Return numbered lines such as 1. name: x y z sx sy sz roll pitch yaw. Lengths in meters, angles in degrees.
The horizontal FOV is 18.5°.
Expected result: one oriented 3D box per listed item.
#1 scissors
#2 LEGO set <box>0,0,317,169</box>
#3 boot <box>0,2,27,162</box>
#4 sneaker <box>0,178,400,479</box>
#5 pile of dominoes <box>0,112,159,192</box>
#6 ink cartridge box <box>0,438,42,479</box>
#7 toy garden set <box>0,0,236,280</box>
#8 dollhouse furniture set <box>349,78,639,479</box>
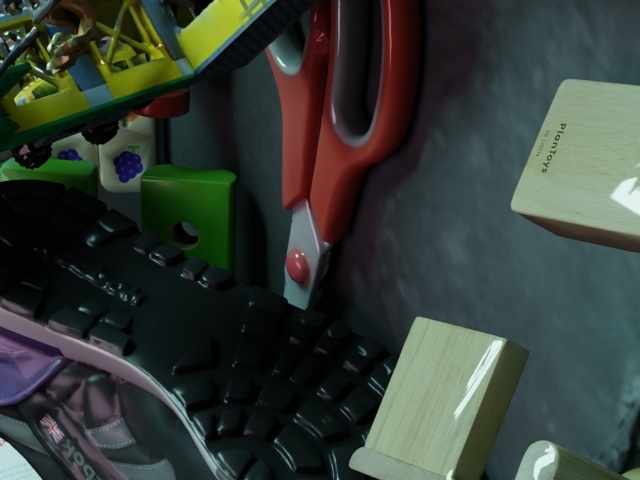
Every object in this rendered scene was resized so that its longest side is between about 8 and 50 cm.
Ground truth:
1. scissors: 0.000 0.000 0.847 0.109 0.021 0.297 29 125 47
2. LEGO set: -0.075 -0.173 0.677 0.192 0.255 0.331 61 147 6
3. boot: -0.199 -0.138 0.789 0.088 0.176 0.244 -3 98 28
4. sneaker: -0.052 0.088 0.856 0.283 0.107 0.124 32 133 26
5. pile of dominoes: -0.177 -0.136 0.918 0.040 0.196 0.251 -85 -5 -69
6. ink cartridge box: -0.185 0.180 1.143 0.143 0.092 0.090 44 137 42
7. toy garden set: -0.156 -0.038 0.934 0.244 0.049 0.204 5 110 10
8. dollhouse furniture set: 0.123 0.042 0.669 0.144 0.123 0.151 13 79 55
